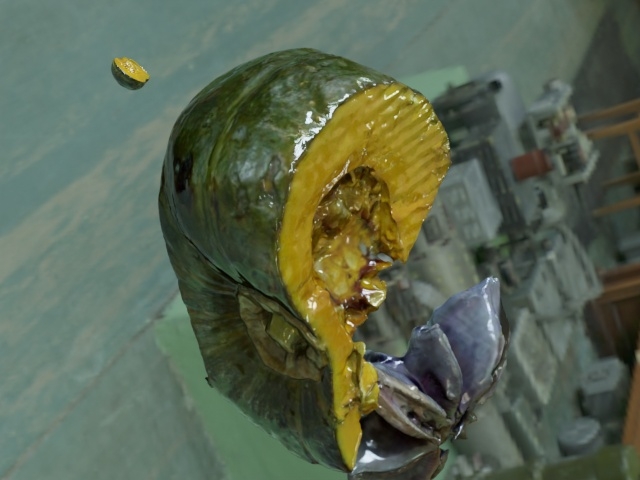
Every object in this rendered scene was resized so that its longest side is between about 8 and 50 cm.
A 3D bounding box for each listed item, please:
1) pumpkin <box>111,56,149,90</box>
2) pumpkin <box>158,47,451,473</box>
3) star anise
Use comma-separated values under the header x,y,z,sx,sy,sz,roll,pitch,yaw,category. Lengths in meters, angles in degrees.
x,y,z,sx,sy,sz,roll,pitch,yaw,category
-0.254,-0.217,1.539,0.050,0.028,0.083,38,18,-2,pumpkin
-0.001,0.000,0.838,0.190,0.139,0.280,-42,134,-34,pumpkin
0.084,0.123,0.962,0.093,0.229,0.236,39,14,24,star anise
